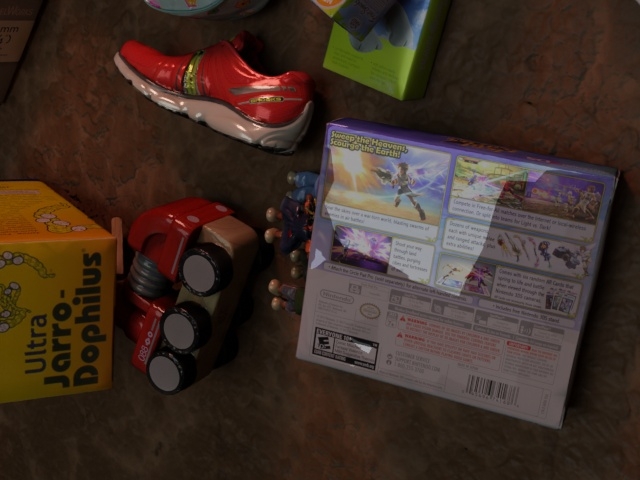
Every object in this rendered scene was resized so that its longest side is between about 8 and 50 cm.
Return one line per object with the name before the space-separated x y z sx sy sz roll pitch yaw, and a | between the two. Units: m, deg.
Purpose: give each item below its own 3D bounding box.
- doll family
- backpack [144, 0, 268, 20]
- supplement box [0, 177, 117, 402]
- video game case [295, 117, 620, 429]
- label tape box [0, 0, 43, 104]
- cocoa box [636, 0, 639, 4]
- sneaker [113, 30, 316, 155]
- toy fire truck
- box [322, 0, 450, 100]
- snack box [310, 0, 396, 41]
doll family | 0.000 0.000 1.041 0.111 0.076 0.192 5 104 52
backpack | -0.130 -0.334 1.039 0.166 0.144 0.188 4 104 32
supplement box | -0.407 0.048 1.219 0.356 0.195 0.194 27 116 56
video game case | 0.123 0.026 0.916 0.270 0.061 0.244 13 108 17
label tape box | -0.489 -0.384 1.324 0.240 0.106 0.333 49 125 21
cocoa box | 0.263 -0.332 0.677 0.231 0.228 0.347 -46 70 34
sneaker | -0.115 -0.187 1.101 0.279 0.107 0.118 26 95 28
toy fire truck | -0.198 0.031 1.174 0.246 0.158 0.217 31 117 18
box | 0.075 -0.241 0.960 0.109 0.042 0.178 28 115 30
snack box | 0.039 -0.323 0.906 0.207 0.070 0.174 -50 61 13
